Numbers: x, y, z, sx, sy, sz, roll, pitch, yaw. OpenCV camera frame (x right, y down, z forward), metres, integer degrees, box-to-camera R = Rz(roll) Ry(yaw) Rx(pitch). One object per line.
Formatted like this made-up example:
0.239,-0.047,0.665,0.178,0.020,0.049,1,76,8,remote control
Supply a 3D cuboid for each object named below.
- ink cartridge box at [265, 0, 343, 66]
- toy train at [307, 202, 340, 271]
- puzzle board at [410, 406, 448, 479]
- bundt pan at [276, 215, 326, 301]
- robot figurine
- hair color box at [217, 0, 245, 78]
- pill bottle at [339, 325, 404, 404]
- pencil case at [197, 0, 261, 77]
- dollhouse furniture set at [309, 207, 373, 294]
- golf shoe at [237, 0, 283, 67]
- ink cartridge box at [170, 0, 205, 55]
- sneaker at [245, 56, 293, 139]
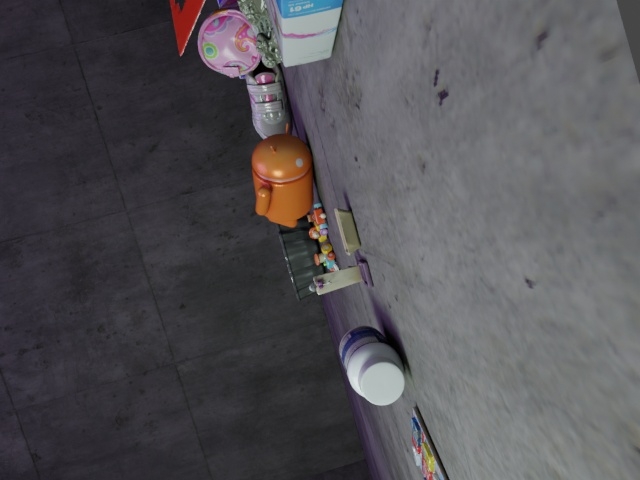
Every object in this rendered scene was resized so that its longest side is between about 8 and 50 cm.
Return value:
-0.020,-0.214,0.354,0.122,0.052,0.088,-173,68,-87,ink cartridge box
0.000,0.000,0.972,0.125,0.046,0.166,-148,43,-85,toy train
0.126,0.267,0.494,0.096,0.011,0.128,-110,5,-49,puzzle board
-0.066,0.046,1.530,0.331,0.124,0.331,164,90,-85,bundt pan
-0.078,-0.128,0.897,0.128,0.158,0.219,54,156,38,robot figurine
-0.221,-0.639,1.149,0.185,0.110,0.339,-109,3,-54,hair color box
0.063,0.151,0.521,0.120,0.067,0.067,-140,35,-83,pill bottle
-0.168,-0.423,0.865,0.284,0.124,0.124,-97,-5,-55,pencil case
0.012,0.016,0.593,0.091,0.081,0.114,-148,42,-84,dollhouse furniture set
-0.097,-0.384,0.706,0.176,0.069,0.086,80,179,-48,golf shoe
-0.127,-0.338,0.415,0.066,0.232,0.189,13,-132,-41,ink cartridge box
-0.133,-0.358,1.038,0.111,0.103,0.252,-133,27,-85,sneaker
